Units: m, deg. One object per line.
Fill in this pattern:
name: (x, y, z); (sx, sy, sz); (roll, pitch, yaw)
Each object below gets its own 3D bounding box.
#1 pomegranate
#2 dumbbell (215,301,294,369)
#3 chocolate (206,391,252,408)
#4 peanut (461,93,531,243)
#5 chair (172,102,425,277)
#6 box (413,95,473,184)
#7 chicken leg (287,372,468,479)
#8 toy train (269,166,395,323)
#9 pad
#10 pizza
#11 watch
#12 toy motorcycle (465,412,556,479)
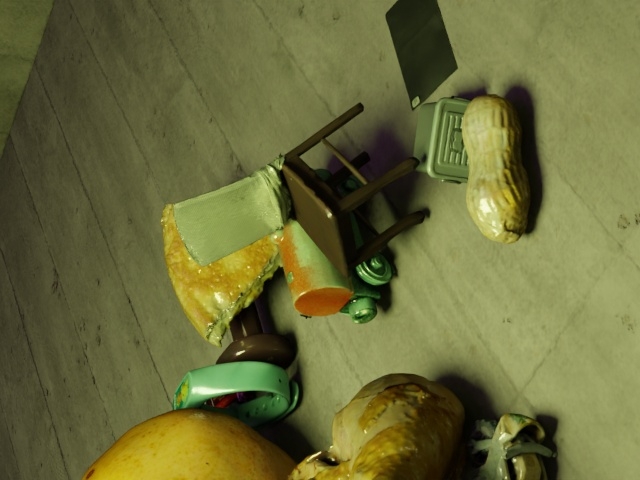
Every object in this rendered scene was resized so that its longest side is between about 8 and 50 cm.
pomegranate: (-0.192, 0.476, 1.821); (0.416, 0.416, 0.417); (-13, 74, 55)
dumbbell: (-0.136, 0.134, 2.030); (0.140, 0.124, 0.225); (-52, 45, 40)
chocolate: (-0.173, 0.286, 2.149); (0.182, 0.028, 0.086); (-43, 58, 46)
peanut: (0.233, -0.097, 1.548); (0.087, 0.087, 0.207); (-24, 67, 53)
chair: (-0.027, -0.039, 1.666); (0.186, 0.319, 0.160); (49, 164, 32)
box: (0.180, -0.143, 1.644); (0.069, 0.084, 0.122); (-165, 83, -66)
chicken leg: (0.059, 0.324, 1.483); (0.182, 0.295, 0.409); (61, -170, -13)
toy train: (0.000, 0.000, 1.800); (0.116, 0.177, 0.286); (-50, 44, 42)
pad: (0.152, -0.307, 1.778); (0.116, 0.004, 0.193); (-42, 51, 45)
pizza: (-0.122, 0.028, 1.964); (0.287, 0.075, 0.280); (-17, 63, 7)
watch: (-0.150, 0.270, 1.970); (0.237, 0.195, 0.068); (125, 145, -54)
toy motorcycle: (0.249, 0.313, 1.450); (0.130, 0.094, 0.229); (-51, 44, 38)
